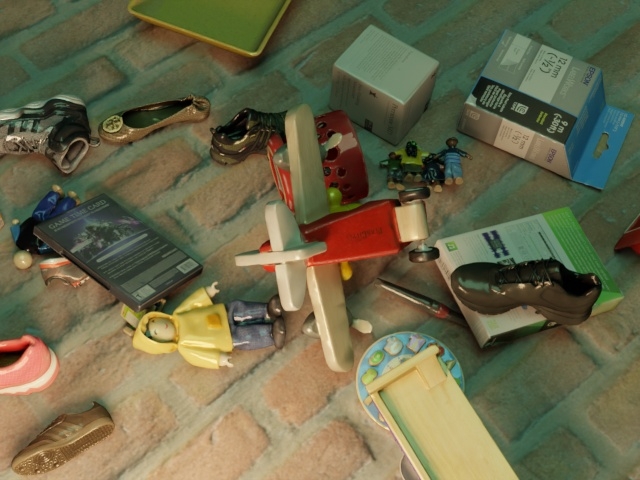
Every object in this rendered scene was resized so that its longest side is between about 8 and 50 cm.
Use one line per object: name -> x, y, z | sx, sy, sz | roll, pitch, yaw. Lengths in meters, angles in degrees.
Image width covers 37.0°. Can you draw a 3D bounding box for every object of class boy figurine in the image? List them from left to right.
boy figurine -> -0.214, 0.159, 1.816 | 0.285, 0.092, 0.177 | -3, 63, -9

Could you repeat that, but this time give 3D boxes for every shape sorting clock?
shape sorting clock -> 0.170, 0.268, 1.807 | 0.206, 0.040, 0.206 | 2, 59, -3

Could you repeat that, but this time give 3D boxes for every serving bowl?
serving bowl -> 0.183, 0.414, 1.729 | 0.084, 0.027, 0.083 | 2, 61, -3

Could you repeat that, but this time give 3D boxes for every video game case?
video game case -> -0.393, 0.019, 1.873 | 0.274, 0.026, 0.196 | 34, 36, 16

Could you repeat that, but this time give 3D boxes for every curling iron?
curling iron -> 0.238, 0.127, 1.897 | 0.274, 0.035, 0.068 | 16, 56, 5

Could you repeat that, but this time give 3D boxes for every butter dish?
butter dish -> 0.717, -0.014, 1.967 | 0.118, 0.160, 0.160 | 47, 66, -4

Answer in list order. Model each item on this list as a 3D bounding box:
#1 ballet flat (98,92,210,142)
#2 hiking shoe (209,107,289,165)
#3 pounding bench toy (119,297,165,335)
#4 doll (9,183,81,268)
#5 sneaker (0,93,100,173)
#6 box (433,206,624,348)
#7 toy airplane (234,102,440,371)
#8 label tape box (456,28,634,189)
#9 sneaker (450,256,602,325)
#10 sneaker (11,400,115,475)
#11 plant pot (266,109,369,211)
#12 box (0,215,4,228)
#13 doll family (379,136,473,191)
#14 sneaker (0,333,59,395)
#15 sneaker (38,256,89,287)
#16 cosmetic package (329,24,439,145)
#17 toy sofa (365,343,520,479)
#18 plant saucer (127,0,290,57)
ballet flat -> -0.360, -0.272, 2.073 | 0.250, 0.058, 0.084 | -14, 61, -12
hiking shoe -> -0.128, -0.237, 2.037 | 0.227, 0.114, 0.086 | -25, 65, -17
pounding bench toy -> -0.344, 0.140, 1.842 | 0.052, 0.083, 0.065 | 36, 32, 17
doll -> -0.556, -0.023, 1.921 | 0.129, 0.046, 0.189 | 22, 60, 10
sneaker -> -0.596, -0.203, 1.989 | 0.269, 0.101, 0.153 | -24, 62, -20
box -> 0.413, 0.069, 1.909 | 0.322, 0.058, 0.232 | -14, 61, -19
toy airplane -> 0.000, 0.000, 1.775 | 0.384, 0.272, 0.386 | 38, 69, -29
label tape box -> 0.513, -0.293, 2.118 | 0.348, 0.115, 0.249 | 25, 61, 12
sneaker -> 0.387, 0.076, 1.786 | 0.287, 0.130, 0.109 | 6, 58, -7
sneaker -> -0.465, 0.353, 1.709 | 0.189, 0.066, 0.071 | -22, 47, -22
plant pot -> -0.008, -0.155, 1.957 | 0.174, 0.191, 0.191 | -18, 63, -8
box -> -0.704, -0.076, 1.921 | 0.136, 0.081, 0.028 | 31, 62, 13
doll family -> 0.227, -0.169, 2.052 | 0.193, 0.076, 0.111 | 6, 55, -6
sneaker -> -0.637, 0.235, 1.713 | 0.314, 0.136, 0.115 | -19, 62, -14
sneaker -> -0.471, 0.061, 1.884 | 0.158, 0.061, 0.064 | -6, 90, -12
cosmetic package -> 0.138, -0.340, 2.096 | 0.184, 0.151, 0.151 | 32, 63, 15
toy sofa -> 0.232, 0.374, 1.673 | 0.150, 0.177, 0.362 | -31, 74, -2
plant saucer -> -0.231, -0.575, 2.248 | 0.333, 0.081, 0.332 | 21, 61, 9
